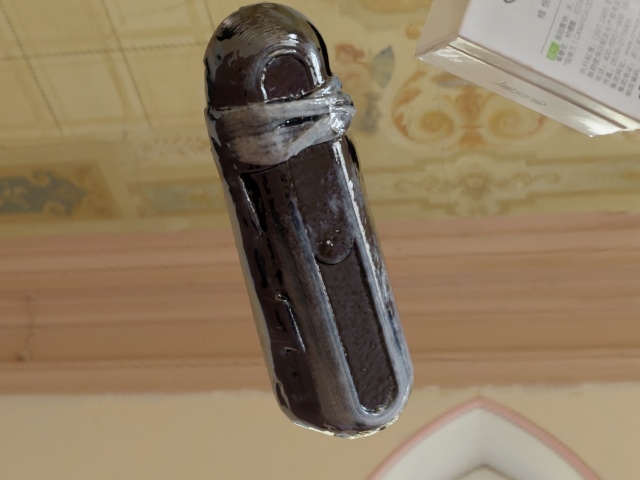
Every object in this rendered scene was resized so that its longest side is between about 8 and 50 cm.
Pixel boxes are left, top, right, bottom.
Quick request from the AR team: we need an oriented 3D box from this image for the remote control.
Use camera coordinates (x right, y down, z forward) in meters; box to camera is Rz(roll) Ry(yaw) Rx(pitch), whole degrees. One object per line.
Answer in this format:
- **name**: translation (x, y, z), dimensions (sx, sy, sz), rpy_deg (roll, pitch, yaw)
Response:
- **remote control**: translation (0.000, 0.000, 0.559), dimensions (0.066, 0.090, 0.265), rpy_deg (18, -50, 46)

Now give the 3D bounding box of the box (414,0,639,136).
- **box**: translation (0.223, -0.247, 0.870), dimensions (0.195, 0.260, 0.111), rpy_deg (23, -3, -14)
